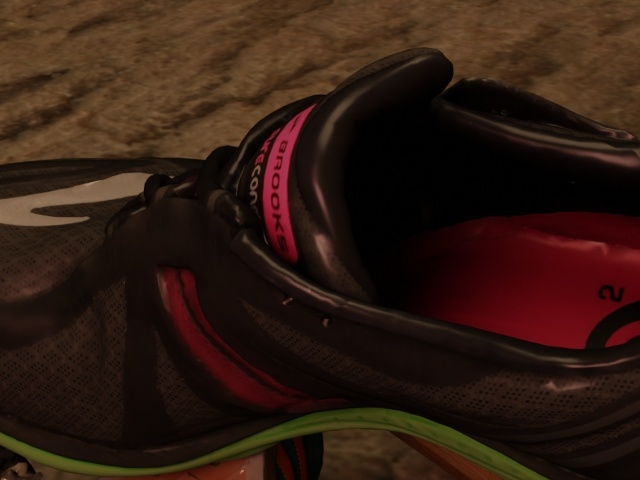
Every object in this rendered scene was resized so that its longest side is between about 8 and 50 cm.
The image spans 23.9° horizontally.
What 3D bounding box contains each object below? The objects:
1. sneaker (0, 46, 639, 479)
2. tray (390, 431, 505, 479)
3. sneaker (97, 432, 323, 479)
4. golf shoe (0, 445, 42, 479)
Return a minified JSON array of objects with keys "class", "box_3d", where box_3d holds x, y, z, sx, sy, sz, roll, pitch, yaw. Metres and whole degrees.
[{"class":"sneaker","box_3d":[0.000,0.000,0.655,0.483,0.202,0.185,2,49,23]},{"class":"tray","box_3d":[0.204,0.092,0.722,0.203,0.076,0.411,-29,41,-30]},{"class":"sneaker","box_3d":[-0.051,0.136,0.783,0.108,0.121,0.302,-5,48,21]},{"class":"golf shoe","box_3d":[-0.199,0.212,0.677,0.120,0.105,0.272,-34,32,32]}]
